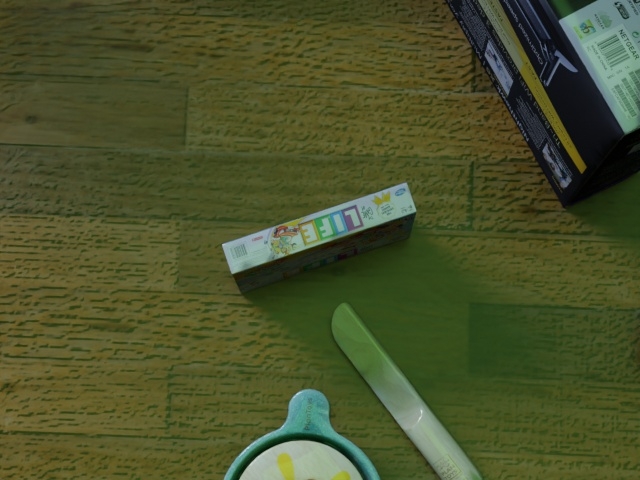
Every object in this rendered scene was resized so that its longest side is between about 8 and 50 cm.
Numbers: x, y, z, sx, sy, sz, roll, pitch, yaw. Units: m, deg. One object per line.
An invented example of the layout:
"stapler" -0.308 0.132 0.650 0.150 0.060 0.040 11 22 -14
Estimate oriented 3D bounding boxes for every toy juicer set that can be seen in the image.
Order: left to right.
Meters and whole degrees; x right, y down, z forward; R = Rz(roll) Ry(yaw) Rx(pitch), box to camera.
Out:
"toy juicer set" 0.018 0.234 1.035 0.209 0.089 0.329 32 81 7

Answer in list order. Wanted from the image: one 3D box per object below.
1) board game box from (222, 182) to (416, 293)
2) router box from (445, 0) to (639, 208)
"board game box" 0.000 0.000 1.073 0.154 0.103 0.026 -19 80 -3
"router box" 0.172 -0.197 1.039 0.081 0.243 0.309 -27 81 -4
